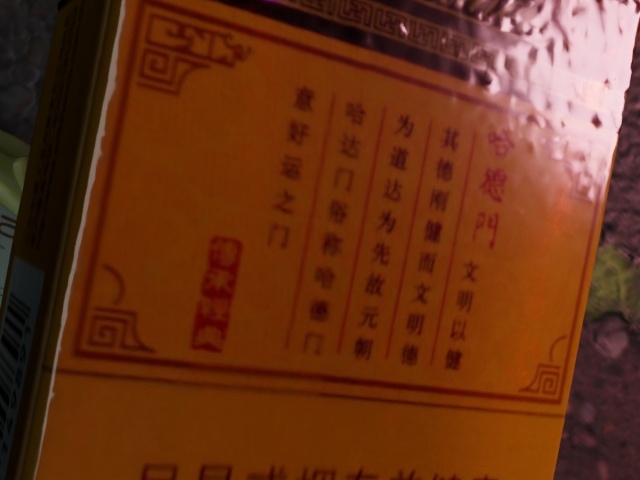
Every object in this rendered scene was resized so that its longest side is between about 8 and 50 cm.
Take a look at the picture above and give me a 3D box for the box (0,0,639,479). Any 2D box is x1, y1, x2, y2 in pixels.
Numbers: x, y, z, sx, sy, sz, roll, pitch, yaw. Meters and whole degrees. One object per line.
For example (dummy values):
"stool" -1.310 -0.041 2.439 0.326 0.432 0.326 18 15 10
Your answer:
"box" 0.000 0.000 0.399 0.264 0.116 0.415 10 89 -28

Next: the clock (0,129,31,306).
"clock" -0.185 0.018 0.442 0.232 0.069 0.170 24 112 -13
